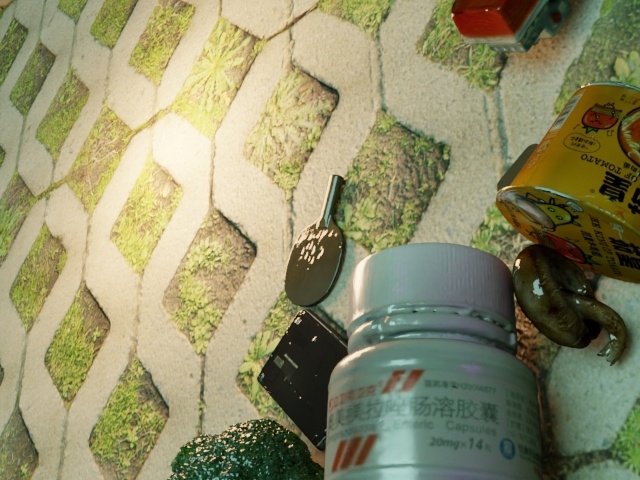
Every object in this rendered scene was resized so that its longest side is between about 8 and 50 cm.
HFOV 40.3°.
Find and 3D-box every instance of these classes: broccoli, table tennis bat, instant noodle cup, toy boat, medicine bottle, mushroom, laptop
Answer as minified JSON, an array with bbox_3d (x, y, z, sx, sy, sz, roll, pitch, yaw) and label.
[{"bbox_3d":[-0.107,0.389,1.270,0.254,0.269,0.269,22,85,13],"label":"broccoli"},{"bbox_3d":[0.000,0.000,1.487,0.131,0.022,0.234,4,75,48],"label":"table tennis bat"},{"bbox_3d":[0.341,-0.072,1.036,0.216,0.216,0.172,17,74,49],"label":"instant noodle cup"},{"bbox_3d":[0.334,-0.416,1.287,0.145,0.133,0.332,15,70,54],"label":"toy boat"},{"bbox_3d":[0.136,0.190,1.061,0.256,0.256,0.325,-19,55,39],"label":"medicine bottle"},{"bbox_3d":[0.297,0.081,1.053,0.170,0.135,0.080,49,125,17],"label":"mushroom"},{"bbox_3d":[-0.013,0.212,1.380,0.154,0.026,0.207,-59,40,6],"label":"laptop"}]

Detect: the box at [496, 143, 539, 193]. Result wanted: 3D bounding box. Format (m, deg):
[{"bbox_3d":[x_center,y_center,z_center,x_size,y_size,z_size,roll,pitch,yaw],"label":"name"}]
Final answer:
[{"bbox_3d":[0.306,-0.069,1.193,0.091,0.031,0.126,-53,41,12],"label":"box"}]
